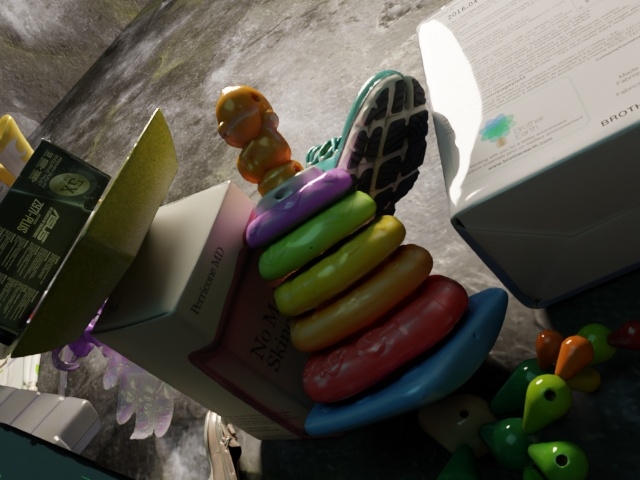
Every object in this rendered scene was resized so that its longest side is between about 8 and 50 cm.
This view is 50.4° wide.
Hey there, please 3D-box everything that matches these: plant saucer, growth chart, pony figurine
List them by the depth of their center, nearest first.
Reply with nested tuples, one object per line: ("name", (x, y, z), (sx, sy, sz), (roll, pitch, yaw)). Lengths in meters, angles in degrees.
("plant saucer", (-0.192, 0.001, 0.613), (0.188, 0.045, 0.188), (-47, 21, 37))
("pony figurine", (-0.312, 0.064, 0.899), (0.302, 0.363, 0.351), (-6, 65, 40))
("growth chart", (-0.579, 0.268, 1.214), (0.237, 0.021, 0.172), (-37, 34, 13))

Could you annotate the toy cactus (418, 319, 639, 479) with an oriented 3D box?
("toy cactus", (0.140, 0.147, 0.506), (0.219, 0.112, 0.180), (-59, 16, -14))

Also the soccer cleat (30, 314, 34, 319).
("soccer cleat", (-0.516, 0.069, 1.323), (0.248, 0.083, 0.095), (-43, 4, 14))

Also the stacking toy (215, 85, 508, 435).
("stacking toy", (0.000, 0.000, 0.581), (0.165, 0.302, 0.175), (-32, 4, 45))

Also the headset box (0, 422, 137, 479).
("headset box", (-0.186, 0.318, 0.539), (0.282, 0.131, 0.246), (14, 66, 24))

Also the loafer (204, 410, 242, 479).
("loafer", (-0.095, 0.231, 0.711), (0.039, 0.045, 0.125), (-19, 45, 8))

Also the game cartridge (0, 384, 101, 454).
("game cartridge", (-0.412, 0.290, 0.685), (0.230, 0.068, 0.355), (7, 35, 21))

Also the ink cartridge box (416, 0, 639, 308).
("ink cartridge box", (0.249, -0.166, 0.649), (0.269, 0.151, 0.396), (-27, 39, 25))

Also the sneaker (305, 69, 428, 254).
("sneaker", (0.022, -0.064, 0.704), (0.107, 0.275, 0.110), (-20, 59, -33))

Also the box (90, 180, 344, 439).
("box", (-0.073, 0.079, 0.666), (0.126, 0.232, 0.149), (-16, 45, 39))

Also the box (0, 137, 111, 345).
("box", (-0.302, 0.007, 0.698), (0.147, 0.077, 0.180), (-26, 37, 60))
